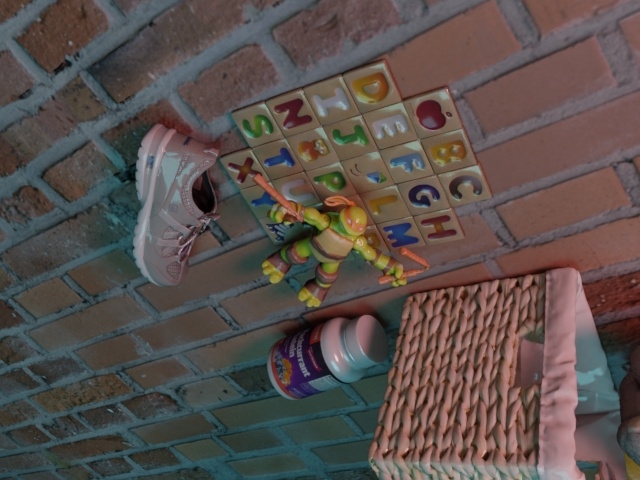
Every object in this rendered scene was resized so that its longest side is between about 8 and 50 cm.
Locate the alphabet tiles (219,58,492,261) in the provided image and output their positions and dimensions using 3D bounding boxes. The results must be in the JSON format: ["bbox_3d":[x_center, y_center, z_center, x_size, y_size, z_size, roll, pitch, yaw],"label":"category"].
[{"bbox_3d":[0.041,-0.087,0.921,0.342,0.011,0.285,-12,125,28],"label":"alphabet tiles"}]

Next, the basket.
[{"bbox_3d":[0.263,0.266,0.948,0.266,0.328,0.331,-9,128,28],"label":"basket"}]

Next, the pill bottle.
[{"bbox_3d":[0.013,0.189,1.113,0.193,0.108,0.108,-27,118,35],"label":"pill bottle"}]

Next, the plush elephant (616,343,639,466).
[{"bbox_3d":[0.524,0.184,0.828,0.255,0.330,0.272,-41,97,23],"label":"plush elephant"}]

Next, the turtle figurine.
[{"bbox_3d":[0.000,0.000,0.947,0.269,0.087,0.217,25,143,-17],"label":"turtle figurine"}]

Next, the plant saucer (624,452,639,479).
[{"bbox_3d":[0.662,0.452,1.150,0.332,0.081,0.333,-6,129,24],"label":"plant saucer"}]

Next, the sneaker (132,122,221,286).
[{"bbox_3d":[-0.205,-0.029,0.991,0.115,0.105,0.281,15,133,5],"label":"sneaker"}]
